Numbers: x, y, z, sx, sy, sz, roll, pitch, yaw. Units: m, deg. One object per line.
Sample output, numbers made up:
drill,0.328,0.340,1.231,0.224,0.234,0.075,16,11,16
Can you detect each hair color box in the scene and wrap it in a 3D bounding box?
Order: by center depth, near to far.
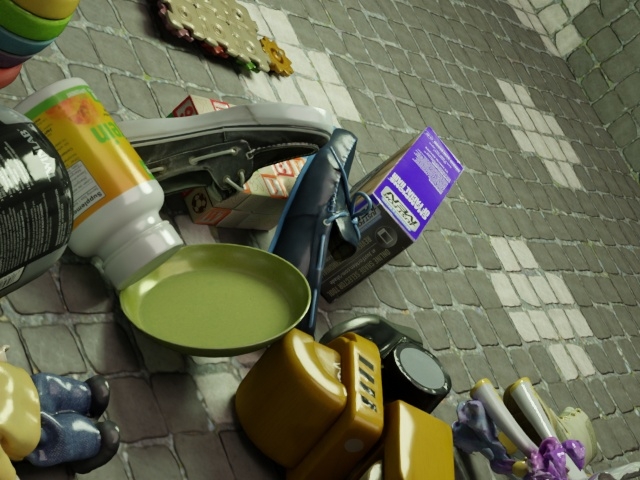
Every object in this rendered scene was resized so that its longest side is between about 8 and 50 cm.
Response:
hair color box,0.101,-0.050,1.931,0.110,0.185,0.339,49,29,-6

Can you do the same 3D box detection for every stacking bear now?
stacking bear,-0.368,-0.335,1.481,0.164,0.289,0.175,9,51,-50

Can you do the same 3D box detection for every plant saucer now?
plant saucer,-0.133,0.080,1.501,0.240,0.037,0.241,2,31,-2

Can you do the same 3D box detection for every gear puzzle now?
gear puzzle,-0.169,-0.364,2.048,0.339,0.044,0.176,20,41,-47

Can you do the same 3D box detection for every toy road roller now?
toy road roller,0.018,0.255,1.488,0.240,0.202,0.330,27,32,-17

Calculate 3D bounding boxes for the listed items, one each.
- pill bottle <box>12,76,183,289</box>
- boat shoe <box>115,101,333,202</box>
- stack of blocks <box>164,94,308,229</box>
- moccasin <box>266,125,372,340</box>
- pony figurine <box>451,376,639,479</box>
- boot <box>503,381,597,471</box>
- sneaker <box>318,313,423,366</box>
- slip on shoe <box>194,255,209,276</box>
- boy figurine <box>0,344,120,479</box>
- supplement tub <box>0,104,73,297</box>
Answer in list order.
pill bottle,-0.280,-0.066,1.467,0.246,0.136,0.136,54,30,3
boat shoe,-0.143,-0.107,1.615,0.121,0.335,0.119,102,-21,-74
stack of blocks,-0.096,-0.109,1.820,0.297,0.087,0.171,4,54,-53
moccasin,0.000,0.000,1.696,0.116,0.138,0.342,18,70,9
pony figurine,0.355,0.373,1.792,0.363,0.303,0.351,48,17,25
boot,0.404,0.319,2.065,0.213,0.077,0.165,58,30,1
sneaker,0.096,0.186,1.768,0.227,0.087,0.130,21,35,-50
slip on shoe,-0.134,0.082,1.606,0.135,0.041,0.051,58,30,10
boy figurine,-0.333,0.180,1.178,0.285,0.092,0.177,13,48,-47
supplement tub,-0.411,-0.005,1.150,0.207,0.207,0.338,53,30,1
